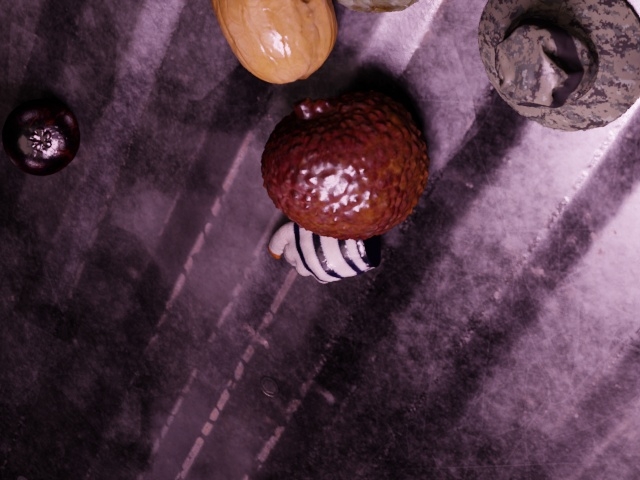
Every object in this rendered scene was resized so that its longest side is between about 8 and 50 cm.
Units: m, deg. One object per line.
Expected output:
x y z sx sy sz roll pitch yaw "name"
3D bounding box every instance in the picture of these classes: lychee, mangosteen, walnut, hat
0.037 -0.115 1.962 0.260 0.260 0.260 16 122 27 "lychee"
-0.531 -0.199 2.384 0.152 0.152 0.152 16 122 27 "mangosteen"
-0.069 -0.355 1.938 0.193 0.193 0.225 -19 98 39 "walnut"
0.319 -0.256 1.775 0.265 0.128 0.265 15 119 30 "hat"

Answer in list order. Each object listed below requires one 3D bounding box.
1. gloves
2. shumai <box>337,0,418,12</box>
-0.005 0.008 2.136 0.219 0.131 0.140 -9 106 28 "gloves"
0.070 -0.401 1.855 0.184 0.142 0.184 13 118 27 "shumai"
